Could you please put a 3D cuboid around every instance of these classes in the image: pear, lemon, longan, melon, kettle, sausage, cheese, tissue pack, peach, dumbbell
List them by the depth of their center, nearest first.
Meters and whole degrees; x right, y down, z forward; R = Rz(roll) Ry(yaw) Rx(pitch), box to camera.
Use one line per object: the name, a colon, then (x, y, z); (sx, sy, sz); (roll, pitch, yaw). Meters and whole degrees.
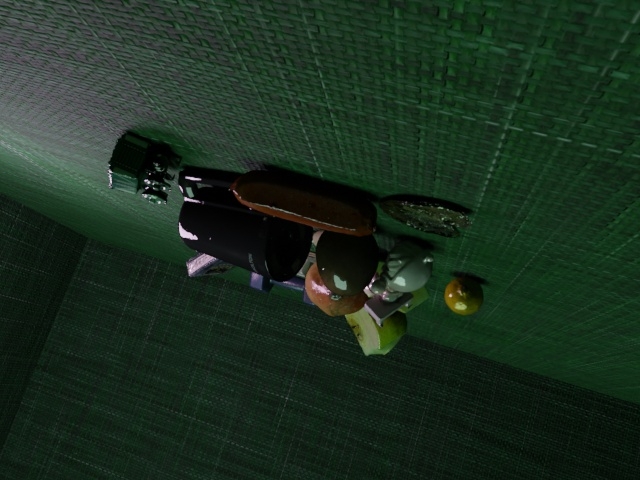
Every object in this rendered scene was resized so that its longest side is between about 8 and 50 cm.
sausage: (-0.035, -0.082, 1.330); (0.330, 0.102, 0.102); (15, 168, 9)
longan: (0.068, 0.045, 1.544); (0.167, 0.187, 0.167); (8, -179, 0)
kettle: (-0.211, -0.037, 1.567); (0.308, 0.203, 0.262); (15, 171, 29)
lemon: (0.404, 0.156, 1.742); (0.109, 0.109, 0.133); (15, 162, 14)
cheese: (0.000, -0.001, 1.766); (0.235, 0.049, 0.127); (8, 166, 36)
melon: (0.171, 0.104, 1.832); (0.196, 0.124, 0.323); (6, 158, 41)
peach: (0.054, 0.150, 1.996); (0.232, 0.232, 0.232); (17, 169, 4)
tissue pack: (-0.370, 0.067, 2.311); (0.173, 0.073, 0.235); (-1, 161, -44)
pear: (0.233, 0.300, 2.468); (0.176, 0.286, 0.282); (-24, 166, -21)
dumbbell: (-0.124, 0.167, 2.520); (0.325, 0.144, 0.160); (13, 169, 19)

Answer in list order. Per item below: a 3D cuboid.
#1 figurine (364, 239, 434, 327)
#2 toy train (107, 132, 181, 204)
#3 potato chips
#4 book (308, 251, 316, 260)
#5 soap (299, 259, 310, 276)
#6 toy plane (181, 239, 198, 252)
figurine: (0.200, 0.097, 1.577); (0.182, 0.144, 0.256); (-9, 148, -22)
toy train: (-0.432, -0.164, 1.507); (0.154, 0.115, 0.269); (16, 171, -16)
potato chips: (0.222, -0.046, 1.278); (0.202, 0.029, 0.220); (23, 170, -8)
book: (0.040, 0.078, 2.165); (0.199, 0.016, 0.138); (15, 168, 14)
soap: (-0.130, 0.080, 2.314); (0.183, 0.063, 0.121); (18, 169, 3)
toy plane: (-0.456, 0.002, 2.379); (0.212, 0.088, 0.267); (-2, -178, -28)
